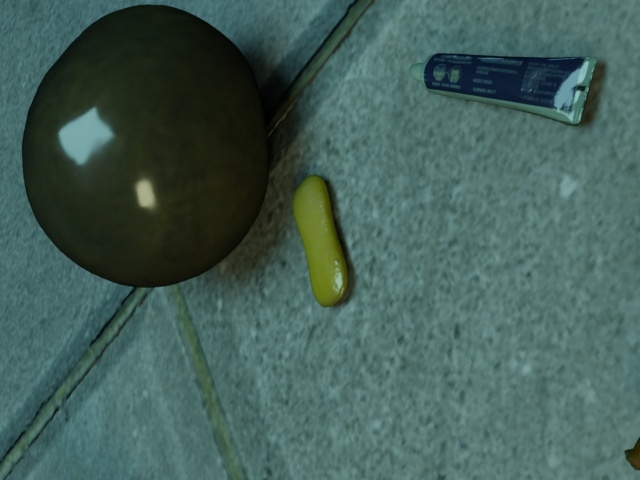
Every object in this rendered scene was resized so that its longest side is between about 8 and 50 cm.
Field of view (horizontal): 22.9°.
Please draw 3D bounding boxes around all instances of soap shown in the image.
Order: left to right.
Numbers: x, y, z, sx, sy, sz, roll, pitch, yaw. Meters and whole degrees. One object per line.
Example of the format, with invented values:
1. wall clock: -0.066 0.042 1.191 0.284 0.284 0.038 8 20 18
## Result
1. soap: 0.000 0.000 0.974 0.034 0.012 0.089 -39 52 40

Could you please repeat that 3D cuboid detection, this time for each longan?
1. longan: -0.113 -0.062 1.022 0.167 0.167 0.187 -27 40 46

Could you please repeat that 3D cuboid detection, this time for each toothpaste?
1. toothpaste: 0.097 -0.088 0.867 0.140 0.021 0.037 15 92 51

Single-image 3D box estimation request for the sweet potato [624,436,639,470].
1. sweet potato: 0.217 0.024 0.657 0.264 0.057 0.057 -48 47 35
